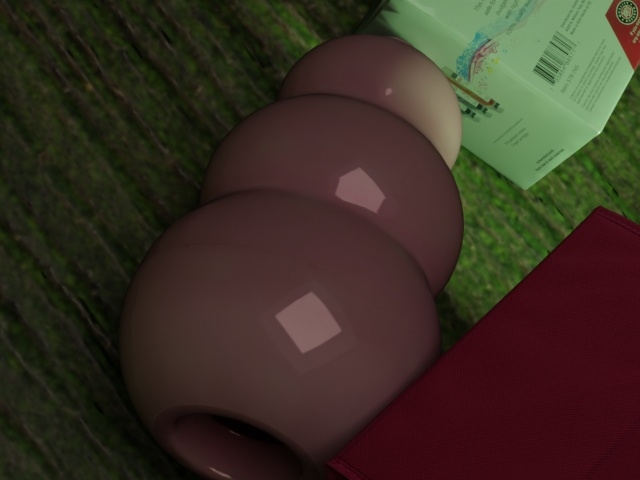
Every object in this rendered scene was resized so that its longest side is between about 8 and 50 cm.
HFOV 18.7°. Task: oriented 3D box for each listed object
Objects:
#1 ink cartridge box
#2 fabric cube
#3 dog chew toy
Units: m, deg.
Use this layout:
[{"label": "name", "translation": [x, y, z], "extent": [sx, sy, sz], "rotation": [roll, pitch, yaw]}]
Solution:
[{"label": "ink cartridge box", "translation": [0.129, -0.150, 1.401], "extent": [0.176, 0.127, 0.128], "rotation": [36, 65, -6]}, {"label": "fabric cube", "translation": [0.191, 0.189, 1.195], "extent": [0.259, 0.254, 0.258], "rotation": [32, 58, 31]}, {"label": "dog chew toy", "translation": [0.000, 0.000, 1.274], "extent": [0.206, 0.206, 0.332], "rotation": [27, 58, -10]}]
